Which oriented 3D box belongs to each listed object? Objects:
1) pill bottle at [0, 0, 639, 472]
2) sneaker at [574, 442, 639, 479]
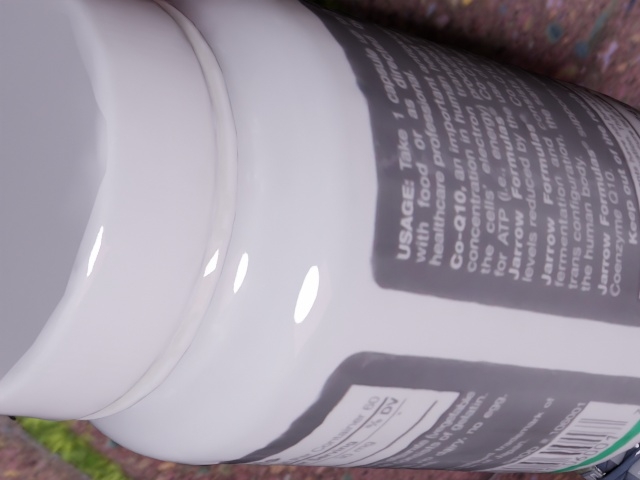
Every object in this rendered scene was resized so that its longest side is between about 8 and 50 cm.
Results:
[{"bbox_3d":[0.000,0.000,0.702,0.361,0.204,0.204,10,116,-43],"label":"pill bottle"},{"bbox_3d":[0.166,0.100,0.979,0.300,0.121,0.111,11,115,-43],"label":"sneaker"}]
